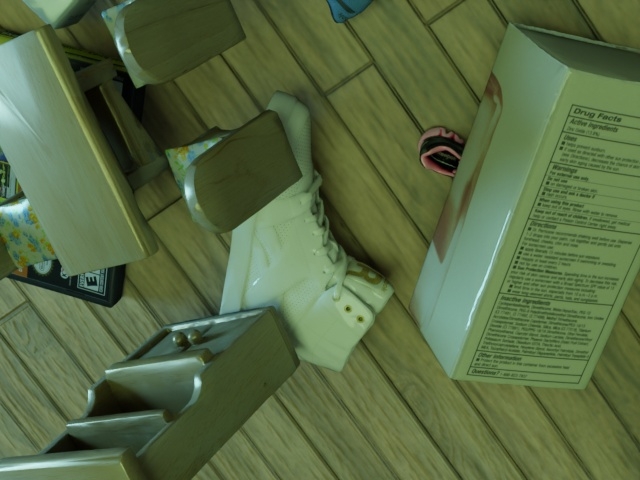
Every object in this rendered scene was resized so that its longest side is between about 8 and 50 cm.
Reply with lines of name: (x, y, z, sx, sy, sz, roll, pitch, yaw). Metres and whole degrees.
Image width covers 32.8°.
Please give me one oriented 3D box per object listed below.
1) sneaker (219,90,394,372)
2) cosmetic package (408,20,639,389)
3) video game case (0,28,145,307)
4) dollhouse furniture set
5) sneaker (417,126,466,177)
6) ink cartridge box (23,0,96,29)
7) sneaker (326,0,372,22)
sneaker: (0.000, 0.000, 1.084, 0.169, 0.108, 0.293, 16, 123, 8)
cosmetic package: (0.203, -0.026, 0.971, 0.153, 0.129, 0.296, 9, 116, -21)
video game case: (-0.319, -0.084, 1.172, 0.248, 0.035, 0.275, 15, 114, 9)
dollhouse furniture set: (-0.217, 0.017, 0.975, 0.362, 0.256, 0.394, -12, 109, 36)
sneaker: (0.147, -0.070, 1.036, 0.119, 0.057, 0.047, 15, 112, 8)
ink cartridge box: (-0.267, -0.379, 1.017, 0.275, 0.060, 0.239, 44, 109, -4)
sneaker: (-0.032, -0.287, 0.996, 0.209, 0.069, 0.082, 44, 119, -4)
